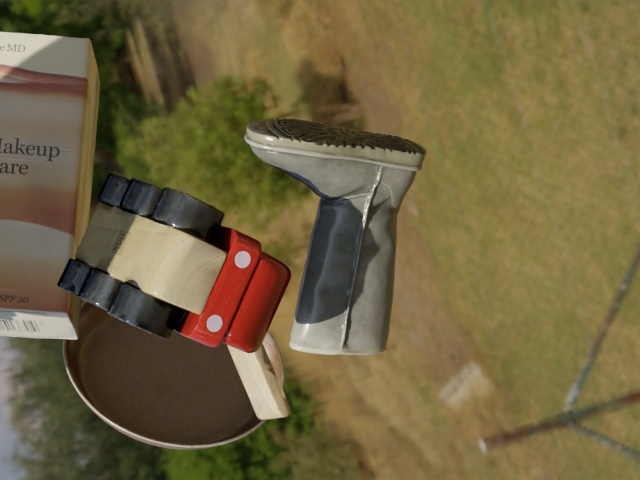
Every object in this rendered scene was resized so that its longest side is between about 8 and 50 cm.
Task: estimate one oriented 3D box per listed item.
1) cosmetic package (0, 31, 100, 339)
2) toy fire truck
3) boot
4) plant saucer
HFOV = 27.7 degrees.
[{"bbox_3d":[-0.316,-0.056,1.342,0.129,0.153,0.296,109,162,-72],"label":"cosmetic package"},{"bbox_3d":[-0.094,0.065,1.179,0.217,0.246,0.158,15,80,61],"label":"toy fire truck"},{"bbox_3d":[0.000,0.001,1.197,0.076,0.190,0.208,-122,45,-61],"label":"boot"},{"bbox_3d":[-0.205,0.177,1.805,0.310,0.311,0.050,-113,34,-42],"label":"plant saucer"}]
